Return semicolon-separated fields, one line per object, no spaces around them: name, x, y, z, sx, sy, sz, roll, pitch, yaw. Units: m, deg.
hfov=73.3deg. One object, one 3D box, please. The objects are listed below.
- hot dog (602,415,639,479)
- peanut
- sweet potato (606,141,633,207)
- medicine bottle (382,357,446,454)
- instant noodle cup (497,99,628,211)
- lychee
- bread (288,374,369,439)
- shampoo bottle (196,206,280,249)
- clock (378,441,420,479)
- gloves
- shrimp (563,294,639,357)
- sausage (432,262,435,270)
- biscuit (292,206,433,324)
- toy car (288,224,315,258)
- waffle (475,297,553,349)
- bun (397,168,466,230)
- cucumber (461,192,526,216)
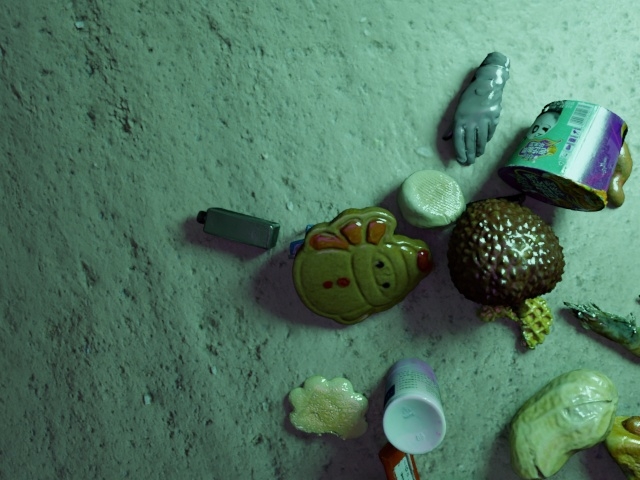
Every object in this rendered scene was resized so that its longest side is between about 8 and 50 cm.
hot dog;0.851;0.560;1.099;0.153;0.150;0.257;-38;87;22
peanut;0.624;0.476;1.124;0.340;0.158;0.174;-45;48;15
sweet potato;0.753;-0.183;1.088;0.058;0.055;0.202;3;100;47
medicine bottle;0.244;0.426;1.141;0.152;0.254;0.152;1;95;11
instant noodle cup;0.588;-0.205;1.033;0.251;0.251;0.190;26;91;7
lychee;0.448;0.043;1.056;0.275;0.276;0.304;-20;82;12
bread;0.021;0.501;1.302;0.250;0.039;0.182;4;96;11
shampoo bottle;-0.249;-0.041;1.281;0.246;0.080;0.079;15;97;10
clock;0.227;0.669;1.248;0.061;0.113;0.155;-16;91;42
gloves;0.406;-0.340;1.124;0.142;0.119;0.286;19;104;40
shrimp;0.796;0.193;1.120;0.296;0.058;0.169;28;93;4
sausage;0.268;0.084;1.221;0.116;0.026;0.026;-12;93;12
biscuit;0.112;0.076;1.164;0.381;0.074;0.359;-12;123;9
toy car;0.000;0.000;1.228;0.191;0.097;0.100;-11;90;11
waffle;0.530;0.206;1.170;0.194;0.051;0.149;20;97;8
bun;0.291;-0.098;1.154;0.166;0.113;0.173;-25;70;-17
cucumber;0.460;-0.091;1.157;0.181;0.053;0.053;-8;94;14
